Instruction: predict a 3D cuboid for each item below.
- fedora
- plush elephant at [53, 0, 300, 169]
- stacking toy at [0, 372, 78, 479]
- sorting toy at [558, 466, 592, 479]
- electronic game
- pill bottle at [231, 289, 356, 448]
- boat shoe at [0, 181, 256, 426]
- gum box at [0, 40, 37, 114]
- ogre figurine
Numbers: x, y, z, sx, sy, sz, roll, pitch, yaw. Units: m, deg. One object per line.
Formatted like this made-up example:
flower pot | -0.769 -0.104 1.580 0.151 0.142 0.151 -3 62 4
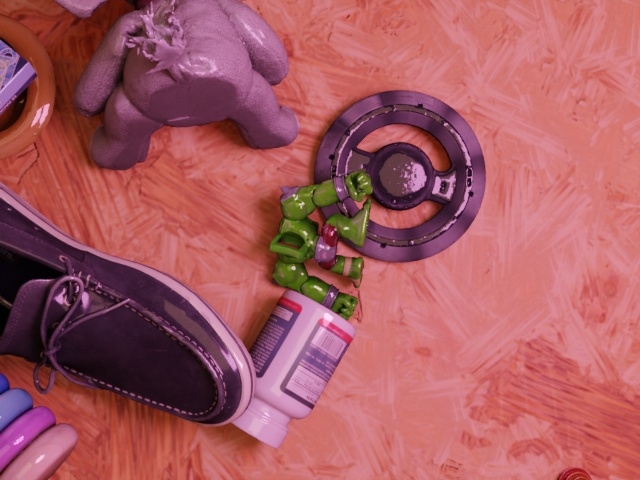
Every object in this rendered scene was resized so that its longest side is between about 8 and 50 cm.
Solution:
fedora | -0.420 -0.188 1.302 0.194 0.079 0.194 1 83 -8
plush elephant | -0.184 -0.269 1.264 0.271 0.330 0.255 -10 68 -2
stacking toy | -0.455 0.177 1.249 0.330 0.141 0.141 42 81 3
sorting toy | 0.336 0.354 1.380 0.061 0.042 0.102 2 85 -8
electronic game | 0.106 -0.085 1.383 0.229 0.048 0.229 0 91 -2
pill bottle | -0.043 0.163 1.311 0.108 0.108 0.180 32 82 -4
boat shoe | -0.309 0.083 1.227 0.500 0.156 0.187 32 121 0
gum box | -0.457 -0.198 1.227 0.184 0.041 0.157 38 78 10
ogre figurine | 0.000 0.000 1.330 0.118 0.197 0.097 10 44 6
